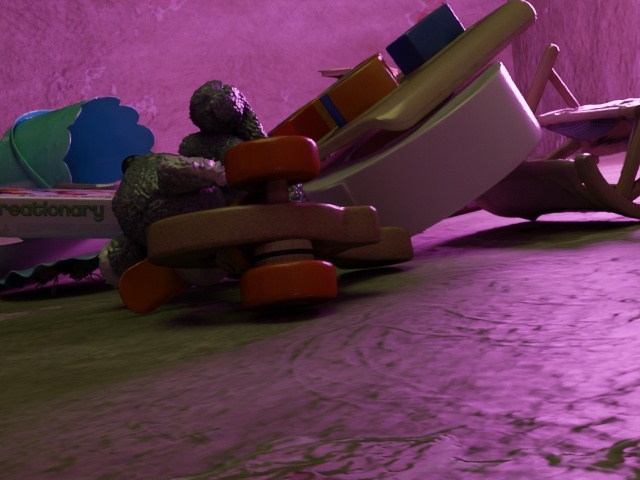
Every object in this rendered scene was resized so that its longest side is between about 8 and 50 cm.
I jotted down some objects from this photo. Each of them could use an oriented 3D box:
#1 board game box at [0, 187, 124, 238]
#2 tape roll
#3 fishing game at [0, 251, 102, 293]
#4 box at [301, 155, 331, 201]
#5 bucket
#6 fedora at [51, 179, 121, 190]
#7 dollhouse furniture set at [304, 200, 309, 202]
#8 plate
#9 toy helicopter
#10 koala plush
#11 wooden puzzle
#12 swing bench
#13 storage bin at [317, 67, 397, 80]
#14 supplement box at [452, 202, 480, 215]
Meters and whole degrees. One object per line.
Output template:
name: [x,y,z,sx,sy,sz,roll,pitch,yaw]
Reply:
board game box: [-0.262,-0.035,1.620,0.305,0.053,0.193,0,5,-7]
tape roll: [0.119,-0.097,1.536,0.286,0.100,0.286,-32,11,7]
fishing game: [-0.295,0.040,1.538,0.264,0.041,0.189,-12,-3,-1]
box: [-0.003,-0.083,2.134,0.036,0.114,0.207,-10,5,-32]
bucket: [-0.426,-0.113,2.255,0.183,0.281,0.281,-8,4,27]
fedora: [-0.326,-0.033,1.925,0.244,0.124,0.275,-8,5,-12]
dollhouse furniture set: [0.000,0.000,1.681,0.076,0.058,0.151,-1,22,-20]
plate: [-0.442,0.031,1.699,0.278,0.045,0.277,-9,3,26]
toy helicopter: [-0.033,0.008,1.237,0.235,0.140,0.355,-14,-11,31]
koala plush: [-0.135,-0.040,1.348,0.196,0.203,0.221,-48,-10,20]
wooden puzzle: [0.064,-0.192,1.637,0.322,0.080,0.348,-41,12,-36]
swing bench: [0.348,-0.123,1.638,0.254,0.165,0.253,-51,25,-20]
storage bin: [0.081,-0.189,2.401,0.123,0.262,0.260,-3,5,11]
supplement box: [0.177,-0.076,2.035,0.130,0.073,0.239,-2,7,35]
